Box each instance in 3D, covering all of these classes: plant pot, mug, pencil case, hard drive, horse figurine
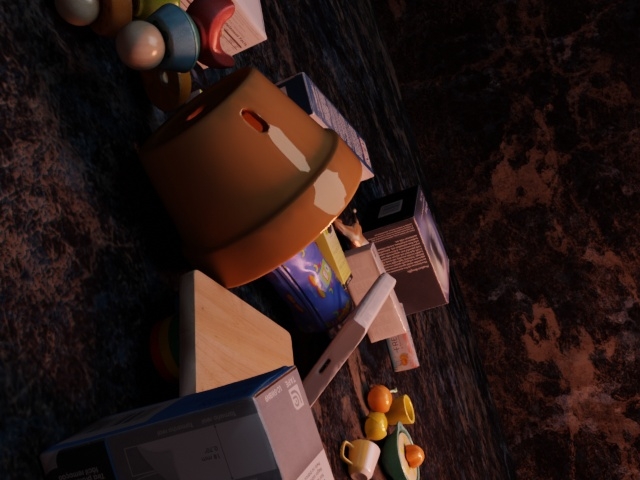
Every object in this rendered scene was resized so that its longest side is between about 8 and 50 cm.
[{"bbox_3d":[-0.115,-0.103,0.929,0.203,0.290,0.291,52,25,-24],"label":"plant pot"},{"bbox_3d":[0.074,0.432,1.287,0.064,0.078,0.062,-71,172,-48],"label":"mug"},{"bbox_3d":[-0.054,0.045,1.184,0.306,0.119,0.133,57,24,-36],"label":"pencil case"},{"bbox_3d":[0.051,0.183,1.245,0.040,0.203,0.307,36,19,5],"label":"hard drive"},{"bbox_3d":[0.109,0.028,1.746,0.263,0.066,0.174,65,14,-11],"label":"horse figurine"}]

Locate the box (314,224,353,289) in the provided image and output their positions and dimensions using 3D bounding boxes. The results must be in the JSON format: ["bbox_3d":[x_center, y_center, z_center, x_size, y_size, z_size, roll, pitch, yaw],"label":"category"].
[{"bbox_3d":[0.000,0.000,1.477,0.232,0.058,0.087,68,19,-11],"label":"box"}]

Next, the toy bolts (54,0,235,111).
[{"bbox_3d":[-0.242,-0.261,0.898,0.158,0.228,0.218,-27,128,-40],"label":"toy bolts"}]

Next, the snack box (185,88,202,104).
[{"bbox_3d":[-0.190,-0.177,1.147,0.100,0.037,0.141,40,35,-58],"label":"snack box"}]

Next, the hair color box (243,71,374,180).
[{"bbox_3d":[-0.028,-0.209,1.420,0.347,0.173,0.105,34,40,-61],"label":"hair color box"}]

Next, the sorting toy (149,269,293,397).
[{"bbox_3d":[-0.126,0.210,0.869,0.257,0.089,0.256,45,31,-52],"label":"sorting toy"}]

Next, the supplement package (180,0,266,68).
[{"bbox_3d":[-0.222,-0.496,1.202,0.204,0.145,0.262,38,37,-59],"label":"supplement package"}]

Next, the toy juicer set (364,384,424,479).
[{"bbox_3d":[0.173,0.469,1.457,0.209,0.089,0.329,52,27,-44],"label":"toy juicer set"}]

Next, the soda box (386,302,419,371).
[{"bbox_3d":[0.215,0.266,1.811,0.058,0.062,0.183,21,53,-67],"label":"soda box"}]

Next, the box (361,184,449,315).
[{"bbox_3d":[0.269,0.027,2.019,0.296,0.182,0.294,-65,134,-64],"label":"box"}]

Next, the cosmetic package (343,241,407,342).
[{"bbox_3d":[0.131,0.131,1.656,0.060,0.098,0.239,-62,131,-69],"label":"cosmetic package"}]

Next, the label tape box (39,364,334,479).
[{"bbox_3d":[-0.092,0.316,0.625,0.334,0.240,0.106,71,18,1],"label":"label tape box"}]
